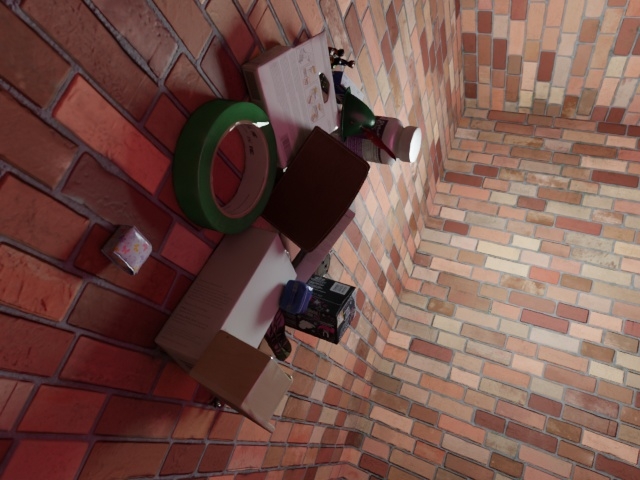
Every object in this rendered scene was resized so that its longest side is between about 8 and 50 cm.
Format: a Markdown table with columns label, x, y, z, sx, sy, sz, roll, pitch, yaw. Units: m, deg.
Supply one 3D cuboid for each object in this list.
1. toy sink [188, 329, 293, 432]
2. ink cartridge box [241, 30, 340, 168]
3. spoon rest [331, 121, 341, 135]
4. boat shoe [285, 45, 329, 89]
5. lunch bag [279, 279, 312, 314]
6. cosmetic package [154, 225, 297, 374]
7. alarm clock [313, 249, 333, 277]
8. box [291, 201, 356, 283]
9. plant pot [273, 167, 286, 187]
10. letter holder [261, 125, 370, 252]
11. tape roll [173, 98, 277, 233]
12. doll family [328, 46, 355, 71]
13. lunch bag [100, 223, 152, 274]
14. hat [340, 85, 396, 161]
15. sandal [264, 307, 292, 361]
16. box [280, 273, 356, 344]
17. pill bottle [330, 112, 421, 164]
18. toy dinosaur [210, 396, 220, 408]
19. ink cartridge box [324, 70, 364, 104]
| label | x | y | z | sx | sy | sz | roll | pitch | yaw |
| --- | --- | --- | --- | --- | --- | --- | --- | --- | --- |
| toy sink | -0.167 | 0.328 | 1.085 | 0.131 | 0.152 | 0.234 | -56 | 149 | -24 |
| ink cartridge box | -0.069 | -0.391 | 1.296 | 0.261 | 0.066 | 0.297 | -43 | 139 | -30 |
| spoon rest | -0.019 | -0.442 | 1.468 | 0.276 | 0.084 | 0.137 | 49 | 56 | -46 |
| boat shoe | -0.037 | -0.496 | 1.330 | 0.177 | 0.064 | 0.060 | 20 | 46 | -39 |
| lunch bag | -0.072 | 0.161 | 1.306 | 0.065 | 0.067 | 0.099 | 26 | 82 | -67 |
| cosmetic package | -0.229 | 0.168 | 1.233 | 0.385 | 0.156 | 0.217 | -62 | 153 | -31 |
| alarm clock | -0.016 | 0.109 | 1.779 | 0.192 | 0.064 | 0.129 | -63 | 153 | -19 |
| box | 0.000 | 0.000 | 1.495 | 0.322 | 0.058 | 0.232 | -53 | -172 | 15 |
| plant pot | -0.082 | -0.243 | 1.471 | 0.236 | 0.032 | 0.237 | -44 | 141 | -51 |
| letter holder | 0.004 | -0.136 | 1.354 | 0.302 | 0.214 | 0.152 | -54 | 165 | 11 |
| tape roll | -0.222 | -0.179 | 1.149 | 0.321 | 0.077 | 0.322 | -41 | 138 | -52 |
| doll family | 0.035 | -0.568 | 1.448 | 0.193 | 0.111 | 0.076 | -42 | 139 | -52 |
| lunch bag | -0.384 | 0.021 | 0.936 | 0.071 | 0.053 | 0.083 | -64 | 144 | -30 |
| hat | 0.168 | -0.386 | 1.496 | 0.208 | 0.183 | 0.173 | 65 | 35 | -74 |
| sandal | -0.155 | 0.311 | 1.574 | 0.090 | 0.060 | 0.220 | -37 | 126 | -31 |
| box | -0.018 | 0.222 | 1.603 | 0.163 | 0.247 | 0.142 | -49 | 146 | -45 |
| pill bottle | 0.202 | -0.367 | 1.688 | 0.169 | 0.301 | 0.170 | -43 | 140 | -51 |
| toy dinosaur | -0.275 | 0.427 | 1.394 | 0.118 | 0.063 | 0.269 | -43 | 136 | -58 |
| ink cartridge box | 0.066 | -0.510 | 1.567 | 0.207 | 0.097 | 0.046 | 11 | 92 | -66 |
